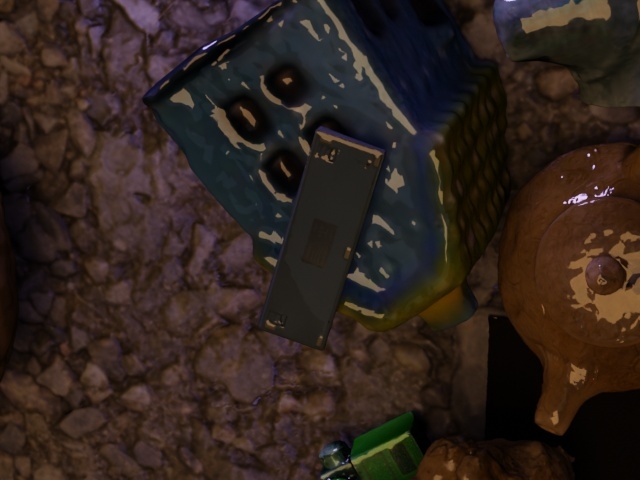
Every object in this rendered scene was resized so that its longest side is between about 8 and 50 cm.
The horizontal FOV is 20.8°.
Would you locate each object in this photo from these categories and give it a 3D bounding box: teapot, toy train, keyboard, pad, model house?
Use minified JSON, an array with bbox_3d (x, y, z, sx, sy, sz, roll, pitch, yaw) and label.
[{"bbox_3d":[0.242,0.010,1.393,0.203,0.167,0.311,22,100,14],"label":"teapot"},{"bbox_3d":[0.091,0.283,1.609,0.119,0.085,0.251,-29,101,12],"label":"toy train"},{"bbox_3d":[0.000,0.001,1.309,0.055,0.014,0.176,20,118,7],"label":"keyboard"},{"bbox_3d":[0.308,0.211,1.506,0.367,0.007,0.248,11,113,28],"label":"pad"},{"bbox_3d":[0.035,-0.078,1.402,0.215,0.237,0.303,-29,99,24],"label":"model house"}]

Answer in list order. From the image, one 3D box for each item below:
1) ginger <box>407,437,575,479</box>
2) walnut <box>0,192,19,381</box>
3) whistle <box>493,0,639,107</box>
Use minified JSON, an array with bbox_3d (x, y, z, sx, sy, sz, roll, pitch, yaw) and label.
[{"bbox_3d":[0.128,0.351,1.499,0.166,0.236,0.376,0,93,39],"label":"ginger"},{"bbox_3d":[-0.408,0.037,1.580,0.277,0.252,0.313,11,122,14],"label":"walnut"},{"bbox_3d":[0.332,-0.221,1.281,0.404,0.188,0.168,-13,105,21],"label":"whistle"}]
